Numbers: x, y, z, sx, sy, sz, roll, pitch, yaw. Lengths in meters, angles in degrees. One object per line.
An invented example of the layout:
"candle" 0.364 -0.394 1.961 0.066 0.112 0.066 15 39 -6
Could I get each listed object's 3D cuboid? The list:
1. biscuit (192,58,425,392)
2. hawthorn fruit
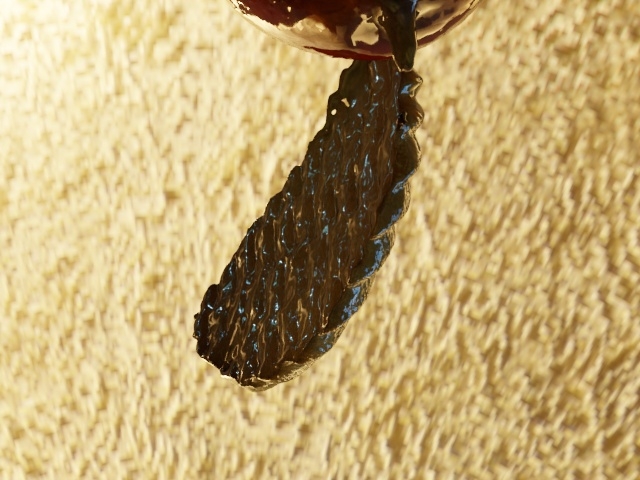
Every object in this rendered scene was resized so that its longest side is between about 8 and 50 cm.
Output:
"biscuit" 0.000 0.000 1.313 0.036 0.273 0.187 24 -155 -23
"hawthorn fruit" 0.020 -0.180 1.064 0.199 0.199 0.251 -5 -134 -5
